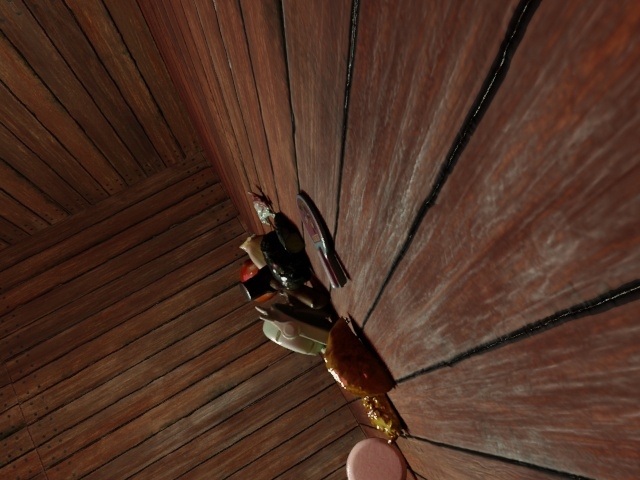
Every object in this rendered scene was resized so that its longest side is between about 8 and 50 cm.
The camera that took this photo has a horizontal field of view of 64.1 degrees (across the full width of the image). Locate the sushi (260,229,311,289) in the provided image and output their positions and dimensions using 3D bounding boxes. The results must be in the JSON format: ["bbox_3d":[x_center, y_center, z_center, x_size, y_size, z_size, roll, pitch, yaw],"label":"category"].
[{"bbox_3d":[-0.126,0.059,1.757,0.225,0.124,0.127,53,168,44],"label":"sushi"}]

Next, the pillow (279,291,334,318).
[{"bbox_3d":[-0.053,0.221,1.873,0.255,0.169,0.059,-149,69,-71],"label":"pillow"}]

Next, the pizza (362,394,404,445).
[{"bbox_3d":[0.192,0.553,1.651,0.229,0.081,0.289,45,160,58],"label":"pizza"}]

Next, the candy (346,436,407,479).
[{"bbox_3d":[0.222,0.928,2.056,0.255,0.255,0.094,58,169,18],"label":"candy"}]

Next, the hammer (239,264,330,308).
[{"bbox_3d":[-0.103,0.172,1.813,0.409,0.242,0.095,20,134,55],"label":"hammer"}]

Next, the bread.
[{"bbox_3d":[0.089,0.351,1.446,0.260,0.134,0.129,53,169,40],"label":"bread"}]

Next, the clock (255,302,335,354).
[{"bbox_3d":[-0.082,0.317,1.828,0.324,0.109,0.265,21,-177,-16],"label":"clock"}]

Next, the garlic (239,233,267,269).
[{"bbox_3d":[-0.200,0.075,2.130,0.128,0.148,0.266,24,-155,-50],"label":"garlic"}]

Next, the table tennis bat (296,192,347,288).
[{"bbox_3d":[0.000,0.000,1.208,0.244,0.040,0.153,66,170,-3],"label":"table tennis bat"}]

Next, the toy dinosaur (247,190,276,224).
[{"bbox_3d":[-0.232,-0.147,1.939,0.242,0.053,0.167,55,168,35],"label":"toy dinosaur"}]

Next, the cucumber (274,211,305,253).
[{"bbox_3d":[-0.117,-0.023,1.660,0.078,0.062,0.211,65,169,-27],"label":"cucumber"}]

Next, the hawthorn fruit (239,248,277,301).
[{"bbox_3d":[-0.320,0.160,2.666,0.300,0.254,0.254,51,172,-8],"label":"hawthorn fruit"}]
